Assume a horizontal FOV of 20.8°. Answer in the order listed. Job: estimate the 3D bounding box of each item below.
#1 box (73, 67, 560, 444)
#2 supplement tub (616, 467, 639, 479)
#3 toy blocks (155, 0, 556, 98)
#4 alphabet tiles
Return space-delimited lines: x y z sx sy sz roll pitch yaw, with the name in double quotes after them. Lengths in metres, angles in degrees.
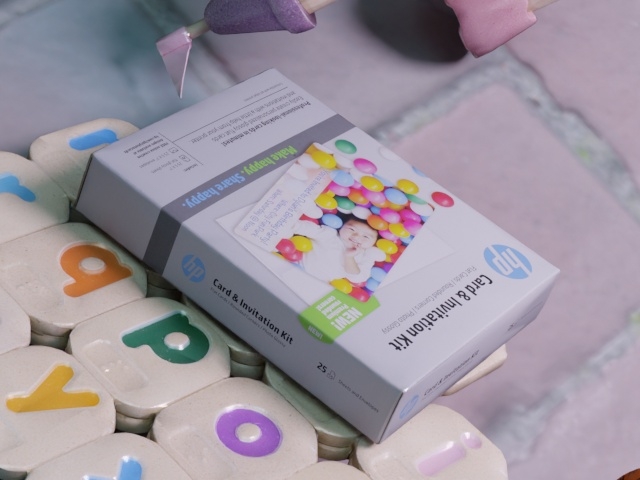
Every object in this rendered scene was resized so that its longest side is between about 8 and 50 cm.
0.000 0.000 0.825 0.186 0.038 0.145 38 39 18 "box"
0.117 0.185 0.655 0.117 0.117 0.190 32 55 3 "supplement tub"
-0.007 -0.255 0.901 0.260 0.309 0.288 -23 71 12 "toy blocks"
-0.053 0.045 0.790 0.284 0.021 0.278 41 40 24 "alphabet tiles"
